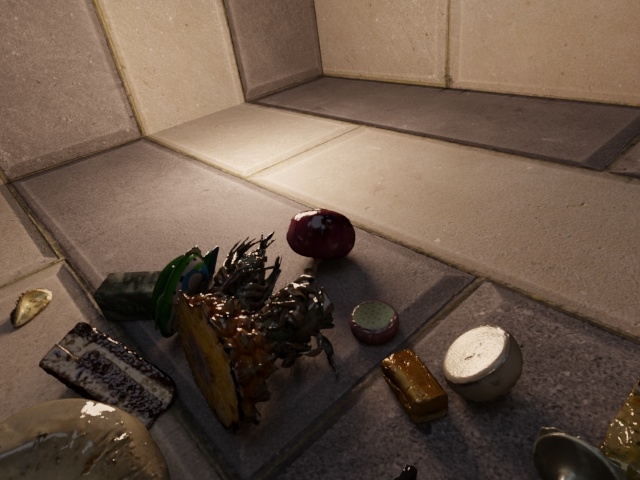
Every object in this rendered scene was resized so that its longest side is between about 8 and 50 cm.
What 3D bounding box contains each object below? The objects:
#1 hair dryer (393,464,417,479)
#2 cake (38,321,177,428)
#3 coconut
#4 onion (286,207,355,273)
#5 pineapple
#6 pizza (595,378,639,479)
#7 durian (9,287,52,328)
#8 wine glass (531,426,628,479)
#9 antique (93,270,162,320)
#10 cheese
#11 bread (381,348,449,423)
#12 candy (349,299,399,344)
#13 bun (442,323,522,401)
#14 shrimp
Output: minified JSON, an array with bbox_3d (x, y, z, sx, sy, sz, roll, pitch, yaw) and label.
[{"bbox_3d":[0.066,0.402,0.490,0.190,0.106,0.344,10,31,27],"label":"hair dryer"},{"bbox_3d":[-0.399,0.276,0.844,0.246,0.135,0.112,30,55,5],"label":"cake"},{"bbox_3d":[-0.327,0.332,0.559,0.245,0.247,0.244,7,65,-14],"label":"coconut"},{"bbox_3d":[0.001,-0.011,1.096,0.178,0.153,0.177,-16,17,5],"label":"onion"},{"bbox_3d":[-0.089,0.168,0.790,0.272,0.262,0.263,-19,32,-34],"label":"pineapple"},{"bbox_3d":[0.468,0.313,0.533,0.223,0.089,0.323,-10,32,-8],"label":"pizza"},{"bbox_3d":[-0.750,0.173,1.106,0.066,0.052,0.130,32,40,-7],"label":"durian"},{"bbox_3d":[0.241,0.325,0.492,0.232,0.156,0.156,-16,31,-33],"label":"wine glass"},{"bbox_3d":[-0.425,0.132,1.030,0.183,0.088,0.086,-4,34,8],"label":"antique"},{"bbox_3d":[-0.292,0.098,0.971,0.083,0.203,0.320,16,18,4],"label":"cheese"},{"bbox_3d":[0.160,0.247,0.739,0.074,0.053,0.132,-15,33,-17],"label":"bread"},{"bbox_3d":[0.110,0.167,0.883,0.103,0.043,0.103,-5,34,3],"label":"candy"},{"bbox_3d":[0.282,0.217,0.725,0.138,0.094,0.138,-39,14,12],"label":"bun"},{"bbox_3d":[-0.157,0.103,0.984,0.172,0.137,0.372,34,55,-3],"label":"shrimp"}]
